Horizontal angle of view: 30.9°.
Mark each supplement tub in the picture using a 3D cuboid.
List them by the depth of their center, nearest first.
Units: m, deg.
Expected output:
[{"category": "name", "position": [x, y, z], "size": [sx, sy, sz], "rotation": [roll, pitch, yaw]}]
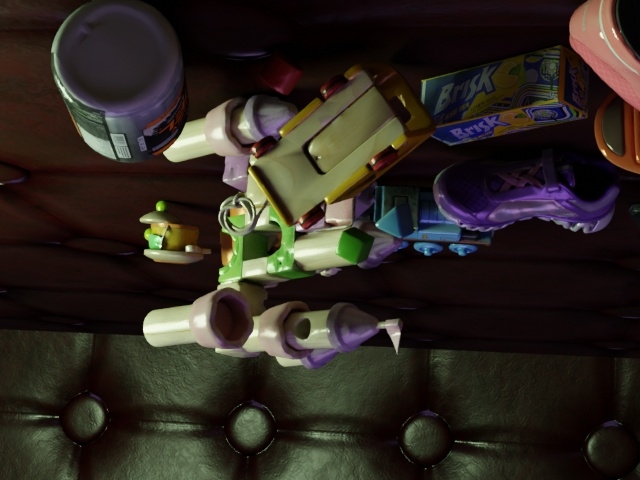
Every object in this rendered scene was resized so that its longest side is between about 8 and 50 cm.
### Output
[{"category": "supplement tub", "position": [-0.185, -0.144, 1.101], "size": [0.116, 0.117, 0.190], "rotation": [5, 168, -3]}]

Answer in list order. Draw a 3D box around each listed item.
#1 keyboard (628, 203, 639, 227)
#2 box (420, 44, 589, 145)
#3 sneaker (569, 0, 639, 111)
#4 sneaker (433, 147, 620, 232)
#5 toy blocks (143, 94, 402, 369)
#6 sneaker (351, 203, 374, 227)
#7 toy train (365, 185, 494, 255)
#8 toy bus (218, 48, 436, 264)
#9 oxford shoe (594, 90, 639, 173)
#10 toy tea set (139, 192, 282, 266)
[{"category": "keyboard", "position": [0.513, -0.006, 1.622], "size": [0.108, 0.023, 0.180], "rotation": [2, 154, 38]}, {"category": "box", "position": [0.177, -0.139, 1.134], "size": [0.168, 0.059, 0.054], "rotation": [-9, 160, 44]}, {"category": "sneaker", "position": [0.345, -0.130, 0.972], "size": [0.313, 0.116, 0.136], "rotation": [30, 173, -16]}, {"category": "sneaker", "position": [0.255, -0.068, 1.388], "size": [0.236, 0.095, 0.104], "rotation": [1, 161, -9]}, {"category": "toy blocks", "position": [0.000, 0.000, 1.320], "size": [0.260, 0.289, 0.309], "rotation": [-11, 160, 39]}, {"category": "sneaker", "position": [0.066, -0.026, 1.687], "size": [0.152, 0.061, 0.053], "rotation": [12, 163, -38]}, {"category": "toy train", "position": [0.154, -0.027, 1.616], "size": [0.184, 0.080, 0.105], "rotation": [4, 162, 2]}, {"category": "toy bus", "position": [0.017, -0.088, 1.155], "size": [0.202, 0.191, 0.104], "rotation": [13, -165, 25]}, {"category": "oxford shoe", "position": [0.444, -0.101, 1.084], "size": [0.363, 0.130, 0.132], "rotation": [1, 173, 16]}, {"category": "toy tea set", "position": [-0.136, -0.025, 1.674], "size": [0.336, 0.124, 0.200], "rotation": [3, 177, 27]}]
